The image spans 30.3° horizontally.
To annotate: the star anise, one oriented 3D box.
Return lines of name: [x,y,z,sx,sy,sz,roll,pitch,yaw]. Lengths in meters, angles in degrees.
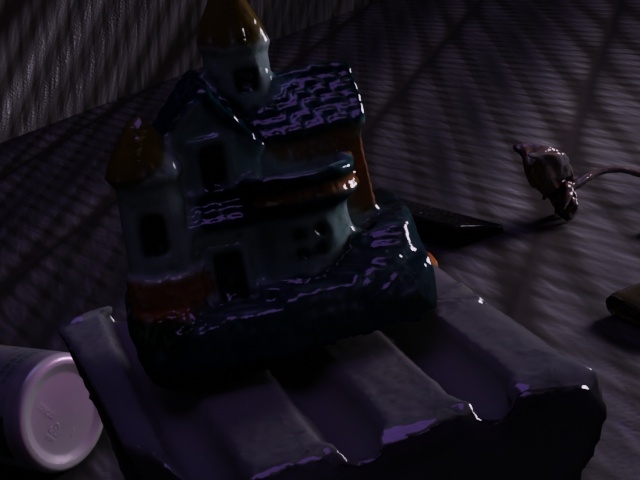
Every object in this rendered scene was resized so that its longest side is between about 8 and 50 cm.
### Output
star anise: [0.410,-0.102,1.653,0.227,0.148,0.218,-25,62,-2]

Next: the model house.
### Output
model house: [-0.056,-0.061,0.950,0.253,0.291,0.184,-13,14,-5]

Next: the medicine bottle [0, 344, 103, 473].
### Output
medicine bottle: [-0.382,0.183,1.343,0.274,0.133,0.133,0,22,36]

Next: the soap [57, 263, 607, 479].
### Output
soap: [-0.001,0.171,1.002,0.350,0.213,0.435,-16,19,-16]

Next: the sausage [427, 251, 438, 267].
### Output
sausage: [0.075,0.090,1.433,0.053,0.053,0.348,-3,21,27]

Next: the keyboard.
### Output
keyboard: [0.117,-0.048,1.818,0.103,0.041,0.381,0,4,-36]

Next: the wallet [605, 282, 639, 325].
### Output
wallet: [0.435,0.053,1.338,0.198,0.031,0.110,-19,20,-16]
